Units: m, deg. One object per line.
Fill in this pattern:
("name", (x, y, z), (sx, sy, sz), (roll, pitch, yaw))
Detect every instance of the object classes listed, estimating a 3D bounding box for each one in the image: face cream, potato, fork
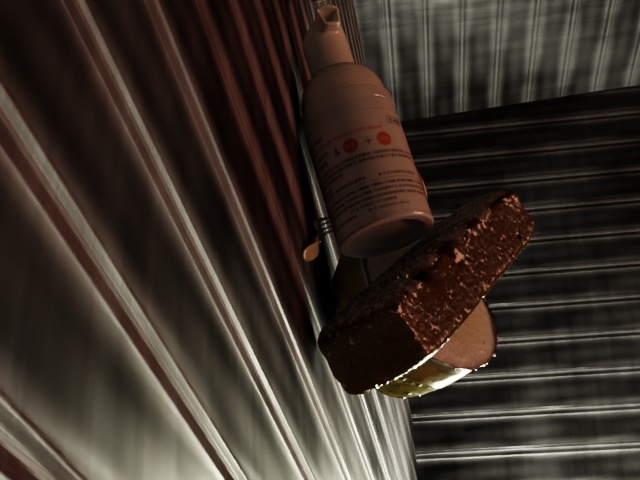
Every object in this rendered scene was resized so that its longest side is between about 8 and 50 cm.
("face cream", (0.048, -0.169, 1.507), (0.145, 0.146, 0.369), (65, 9, -68))
("potato", (0.111, 0.115, 1.623), (0.299, 0.196, 0.246), (53, 39, -2))
("fork", (-0.007, 0.000, 1.425), (0.219, 0.029, 0.034), (-56, 146, -74))

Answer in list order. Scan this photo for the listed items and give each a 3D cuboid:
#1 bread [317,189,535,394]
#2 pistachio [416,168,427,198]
("bread", (0.161, 0.057, 1.442), (0.113, 0.165, 0.416), (56, 39, -4))
("pistachio", (0.081, -0.125, 1.793), (0.213, 0.163, 0.260), (-30, -97, 53))
